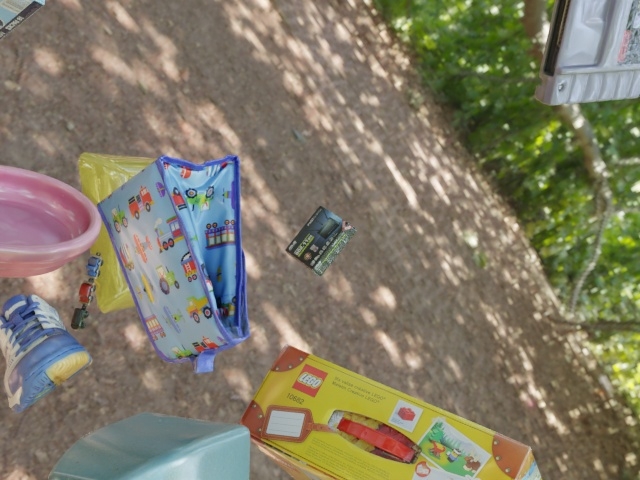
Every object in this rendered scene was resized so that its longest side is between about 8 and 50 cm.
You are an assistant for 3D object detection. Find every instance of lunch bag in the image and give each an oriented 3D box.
[{"bbox_3d":[-0.201,0.049,1.188,0.138,0.221,0.293,-5,79,-38],"label":"lunch bag"}]

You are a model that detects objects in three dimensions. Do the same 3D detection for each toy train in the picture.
[{"bbox_3d":[-0.457,0.099,1.591,0.036,0.027,0.158,21,84,-78],"label":"toy train"}]

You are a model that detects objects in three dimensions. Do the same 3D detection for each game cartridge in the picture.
[{"bbox_3d":[0.499,-0.409,1.378,0.230,0.355,0.068,-7,29,-23],"label":"game cartridge"}]

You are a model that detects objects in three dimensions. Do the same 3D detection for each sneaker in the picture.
[{"bbox_3d":[-0.375,0.135,1.047,0.131,0.112,0.296,59,-21,-5],"label":"sneaker"}]

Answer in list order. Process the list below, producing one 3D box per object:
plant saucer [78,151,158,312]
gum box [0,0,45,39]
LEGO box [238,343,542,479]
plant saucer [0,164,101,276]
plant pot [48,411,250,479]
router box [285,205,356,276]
[{"bbox_3d":[-0.374,-0.027,1.782,0.333,0.081,0.332,-8,90,-67],"label":"plant saucer"},{"bbox_3d":[-0.363,-0.321,0.933,0.041,0.157,0.184,22,60,-43],"label":"gum box"},{"bbox_3d":[0.149,0.432,1.541,0.193,0.500,0.372,-59,147,-20],"label":"LEGO box"},{"bbox_3d":[-0.566,-0.032,1.456,0.332,0.084,0.332,17,23,-7],"label":"plant saucer"},{"bbox_3d":[-0.284,0.421,1.280,0.252,0.247,0.247,4,86,-59],"label":"plant pot"},{"bbox_3d":[0.000,0.000,1.648,0.092,0.122,0.038,33,-8,42],"label":"router box"}]
